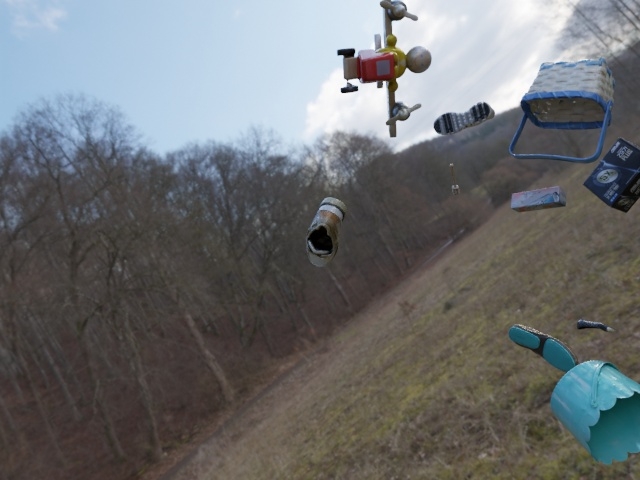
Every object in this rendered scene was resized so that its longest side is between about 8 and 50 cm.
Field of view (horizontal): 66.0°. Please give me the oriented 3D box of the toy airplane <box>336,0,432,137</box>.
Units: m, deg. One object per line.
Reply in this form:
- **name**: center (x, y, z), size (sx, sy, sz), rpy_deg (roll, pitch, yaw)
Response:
- **toy airplane**: center (0.241, -0.596, 1.658), size (0.273, 0.383, 0.386), rpy_deg (3, -22, 23)

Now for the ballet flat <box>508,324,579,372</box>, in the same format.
- **ballet flat**: center (0.975, 0.454, 2.111), size (0.124, 0.116, 0.342), rpy_deg (1, 13, -31)

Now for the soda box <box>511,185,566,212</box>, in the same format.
- **soda box**: center (0.798, -0.149, 1.811), size (0.058, 0.062, 0.183), rpy_deg (19, -17, -36)

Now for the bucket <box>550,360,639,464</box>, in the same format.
- **bucket**: center (0.873, 0.519, 1.521), size (0.281, 0.281, 0.183), rpy_deg (-38, 29, 1)

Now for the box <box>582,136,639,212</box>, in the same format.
- **box**: center (0.939, -0.203, 1.531), size (0.147, 0.078, 0.180), rpy_deg (-104, 35, -53)

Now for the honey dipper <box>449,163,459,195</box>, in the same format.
- **honey dipper**: center (0.585, -0.268, 2.155), size (0.031, 0.030, 0.160), rpy_deg (-35, -49, -16)

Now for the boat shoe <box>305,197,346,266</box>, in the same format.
- **boat shoe**: center (0.000, 0.000, 1.496), size (0.302, 0.113, 0.103), rpy_deg (100, -166, -54)

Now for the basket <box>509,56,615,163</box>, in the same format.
- **basket**: center (0.704, -0.362, 1.414), size (0.201, 0.255, 0.288), rpy_deg (30, -98, -42)

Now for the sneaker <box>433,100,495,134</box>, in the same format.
- **sneaker**: center (0.671, -0.560, 2.303), size (0.292, 0.109, 0.118), rpy_deg (-8, 1, 40)

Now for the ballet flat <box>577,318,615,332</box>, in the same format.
- **ballet flat**: center (1.230, 0.390, 2.200), size (0.173, 0.058, 0.049), rpy_deg (4, 74, 65)
